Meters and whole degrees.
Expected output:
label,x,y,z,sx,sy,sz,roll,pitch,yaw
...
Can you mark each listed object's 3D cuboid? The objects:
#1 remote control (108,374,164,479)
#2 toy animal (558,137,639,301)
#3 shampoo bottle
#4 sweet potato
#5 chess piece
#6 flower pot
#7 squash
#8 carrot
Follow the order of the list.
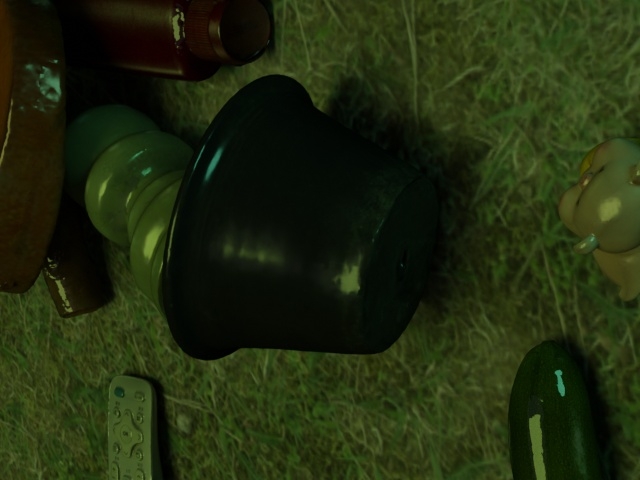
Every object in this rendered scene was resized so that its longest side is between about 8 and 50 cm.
label,x,y,z,sx,sy,sz,roll,pitch,yaw
remote control,-0.186,0.254,1.494,0.073,0.044,0.229,5,98,46
toy animal,0.192,-0.020,0.951,0.091,0.082,0.114,44,132,31
shampoo bottle,-0.152,-0.198,1.283,0.260,0.064,0.102,13,109,45
sweet potato,-0.290,-0.058,1.485,0.067,0.059,0.281,-32,76,65
chess piece,-0.148,-0.038,1.292,0.251,0.144,0.144,39,129,41
flower pot,0.000,0.000,1.096,0.148,0.235,0.235,16,116,23
squash,0.182,0.201,1.047,0.069,0.069,0.258,-9,96,49
carrot,-0.312,-0.097,1.350,0.258,0.100,0.307,59,137,42
